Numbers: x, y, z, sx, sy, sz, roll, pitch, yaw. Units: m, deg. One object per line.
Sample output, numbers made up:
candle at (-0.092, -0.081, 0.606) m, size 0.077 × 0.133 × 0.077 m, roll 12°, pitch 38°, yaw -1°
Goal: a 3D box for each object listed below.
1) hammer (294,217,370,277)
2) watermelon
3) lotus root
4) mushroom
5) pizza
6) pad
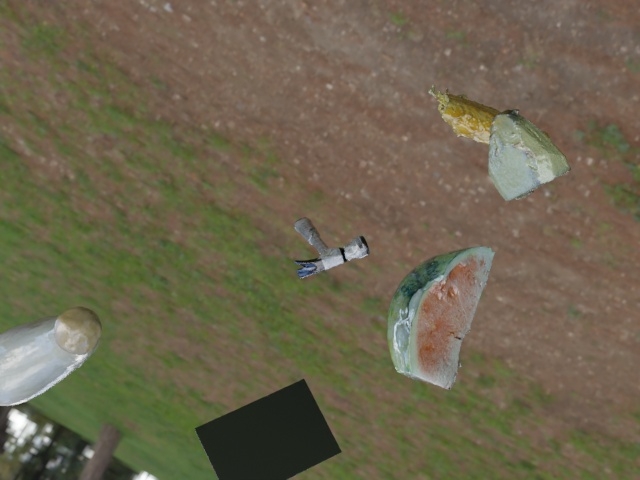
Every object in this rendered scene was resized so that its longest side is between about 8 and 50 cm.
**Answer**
hammer at (0.000, -0.001, 2.077) m, size 0.427 × 0.152 × 0.044 m, roll -123°, pitch 11°, yaw -76°
watermelon at (0.235, 0.133, 1.887) m, size 0.180 × 0.305 × 0.224 m, roll 22°, pitch 172°, yaw -1°
lotus root at (0.317, -0.136, 1.525) m, size 0.144 × 0.070 × 0.143 m, roll 60°, pitch 159°, yaw 12°
mushroom at (-0.378, 0.149, 1.294) m, size 0.270 × 0.118 × 0.103 m, roll -30°, pitch 88°, yaw 35°
pizza at (0.322, -0.245, 1.918) m, size 0.280 × 0.075 × 0.287 m, roll 16°, pitch -164°, yaw -20°
pad at (-0.077, 0.300, 1.399) m, size 0.127 × 0.190 × 0.004 m, roll 62°, pitch 156°, yaw 14°
